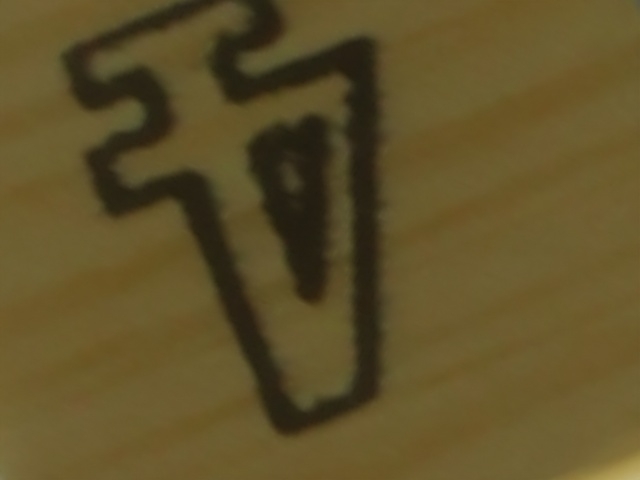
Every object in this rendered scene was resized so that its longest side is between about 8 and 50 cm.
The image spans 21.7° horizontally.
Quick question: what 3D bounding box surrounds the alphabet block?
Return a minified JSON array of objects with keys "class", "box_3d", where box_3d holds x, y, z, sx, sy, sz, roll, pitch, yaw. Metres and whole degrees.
[{"class":"alphabet block","box_3d":[0.000,0.000,0.496,0.197,0.192,0.193,-23,-96,1]}]
